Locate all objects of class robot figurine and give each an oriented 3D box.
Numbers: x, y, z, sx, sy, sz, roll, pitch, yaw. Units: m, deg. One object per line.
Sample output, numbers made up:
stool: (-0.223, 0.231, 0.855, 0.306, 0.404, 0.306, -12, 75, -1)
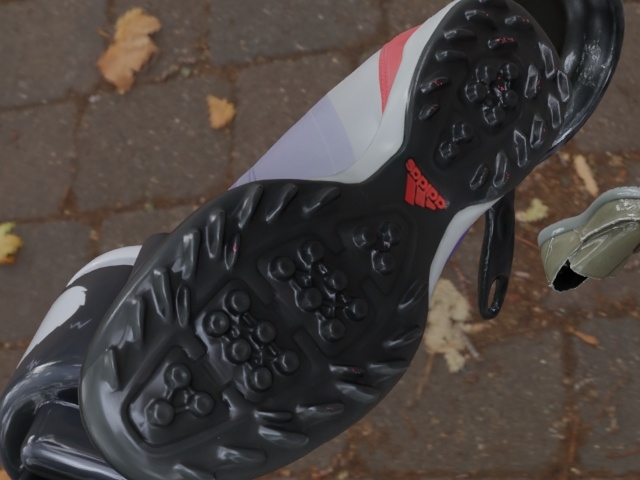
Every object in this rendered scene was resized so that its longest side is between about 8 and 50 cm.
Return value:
robot figurine: (-0.161, 0.120, 1.000, 0.209, 0.174, 0.278, -26, 24, 23)

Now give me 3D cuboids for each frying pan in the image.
frying pan: (0.170, -0.094, 1.010, 0.197, 0.326, 0.053, -33, 47, -9)

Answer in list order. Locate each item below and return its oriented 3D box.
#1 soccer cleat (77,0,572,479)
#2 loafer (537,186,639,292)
soccer cleat: (0.000, 0.000, 0.565, 0.109, 0.318, 0.116, 50, 143, -10)
loafer: (0.348, 0.005, 1.470, 0.251, 0.094, 0.087, 141, 136, -64)
